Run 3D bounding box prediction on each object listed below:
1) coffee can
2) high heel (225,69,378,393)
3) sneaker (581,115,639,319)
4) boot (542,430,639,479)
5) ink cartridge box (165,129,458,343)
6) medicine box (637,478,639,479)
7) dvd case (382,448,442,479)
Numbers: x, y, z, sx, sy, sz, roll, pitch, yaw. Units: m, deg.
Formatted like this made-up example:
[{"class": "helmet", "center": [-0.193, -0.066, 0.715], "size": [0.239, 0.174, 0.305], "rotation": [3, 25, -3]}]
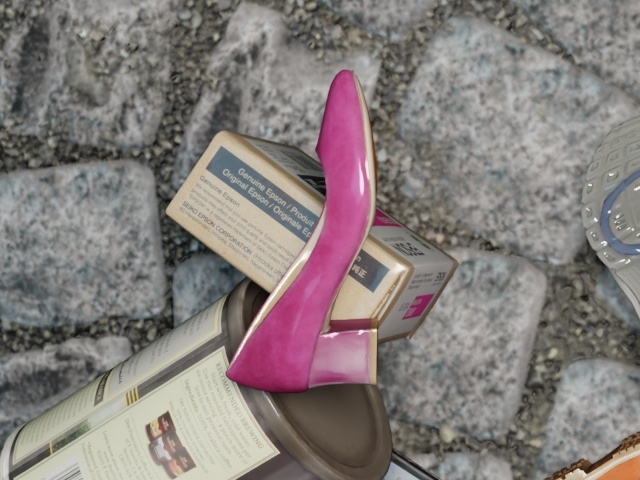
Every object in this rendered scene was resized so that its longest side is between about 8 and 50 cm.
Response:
[{"class": "coffee can", "center": [-0.107, 0.178, 1.557], "size": [0.275, 0.201, 0.201], "rotation": [-33, 82, 23]}, {"class": "high heel", "center": [-0.016, -0.006, 1.372], "size": [0.117, 0.082, 0.244], "rotation": [0, 102, 4]}, {"class": "sneaker", "center": [0.297, 0.037, 1.517], "size": [0.111, 0.129, 0.297], "rotation": [-18, 67, 17]}, {"class": "boot", "center": [0.269, 0.210, 1.551], "size": [0.158, 0.059, 0.084], "rotation": [-31, 85, 21]}, {"class": "ink cartridge box", "center": [0.000, 0.000, 1.529], "size": [0.193, 0.235, 0.088], "rotation": [35, 98, 11]}, {"class": "medicine box", "center": [0.239, 0.379, 1.459], "size": [0.289, 0.149, 0.263], "rotation": [-46, 73, 19]}, {"class": "dvd case", "center": [0.034, 0.271, 1.631], "size": [0.253, 0.022, 0.180], "rotation": [32, 97, 13]}]
